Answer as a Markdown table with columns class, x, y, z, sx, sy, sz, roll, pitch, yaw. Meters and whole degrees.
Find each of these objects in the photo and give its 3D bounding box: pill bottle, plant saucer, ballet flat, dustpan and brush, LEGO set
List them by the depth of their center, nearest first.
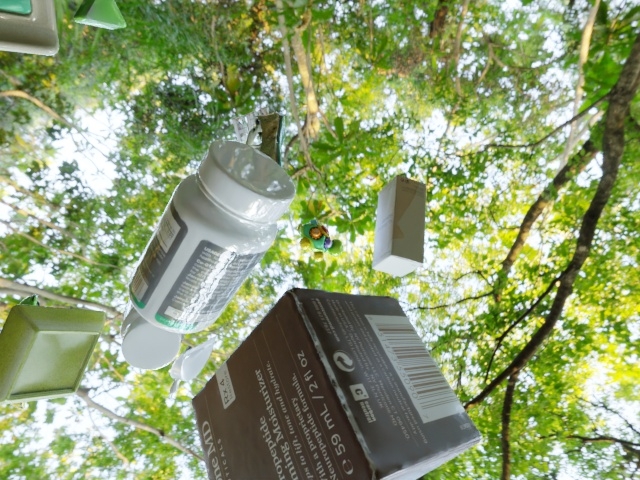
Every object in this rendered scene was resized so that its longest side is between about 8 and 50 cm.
| class | x | y | z | sx | sy | sz | roll | pitch | yaw |
| --- | --- | --- | --- | --- | --- | --- | --- | --- | --- |
| plant saucer | -0.507 | 0.222 | 0.752 | 0.045 | 0.188 | 0.188 | 19 | -95 | 25 |
| pill bottle | -0.214 | -0.001 | 0.782 | 0.361 | 0.204 | 0.204 | -51 | -123 | 27 |
| pill bottle | -0.458 | 0.223 | 1.107 | 0.161 | 0.161 | 0.283 | -34 | -156 | -7 |
| dustpan and brush | -0.382 | 0.367 | 1.132 | 0.061 | 0.147 | 0.210 | 23 | -77 | 18 |
| ballet flat | -0.160 | -0.256 | 1.148 | 0.124 | 0.123 | 0.348 | -10 | -134 | 6 |
| LEGO set | -0.216 | -0.306 | 1.343 | 0.060 | 0.244 | 0.182 | 4 | -151 | 30 |

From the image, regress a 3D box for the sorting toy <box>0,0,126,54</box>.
| class | x | y | z | sx | sy | sz | roll | pitch | yaw |
| --- | --- | --- | --- | --- | --- | --- | --- | --- | --- |
| sorting toy | -0.294 | -0.247 | 0.280 | 0.047 | 0.195 | 0.348 | 19 | -156 | 37 |

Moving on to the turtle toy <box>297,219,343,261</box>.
| class | x | y | z | sx | sy | sz | roll | pitch | yaw |
| --- | --- | --- | --- | --- | --- | --- | --- | --- | --- |
| turtle toy | 0.000 | 0.000 | 0.967 | 0.066 | 0.130 | 0.095 | -41 | -151 | 15 |

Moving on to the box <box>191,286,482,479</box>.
| class | x | y | z | sx | sy | sz | roll | pitch | yaw |
| --- | --- | --- | --- | --- | --- | --- | --- | --- | --- |
| box | 0.005 | 0.177 | 0.402 | 0.203 | 0.167 | 0.168 | -49 | -129 | 26 |

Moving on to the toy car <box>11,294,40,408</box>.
| class | x | y | z | sx | sy | sz | roll | pitch | yaw |
| --- | --- | --- | --- | --- | --- | --- | --- | --- | --- |
| toy car | -0.679 | 0.231 | 0.913 | 0.239 | 0.053 | 0.224 | 30 | -67 | 59 |

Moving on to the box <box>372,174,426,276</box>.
| class | x | y | z | sx | sy | sz | roll | pitch | yaw |
| --- | --- | --- | --- | --- | --- | --- | --- | --- | --- |
| box | 0.271 | -0.049 | 1.369 | 0.121 | 0.148 | 0.310 | 16 | -118 | -15 |
